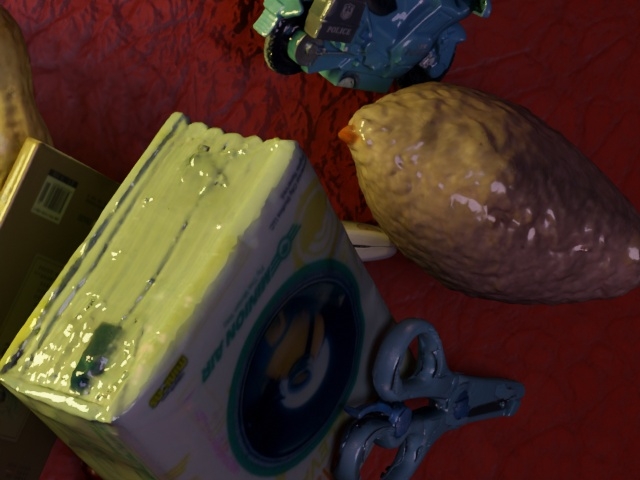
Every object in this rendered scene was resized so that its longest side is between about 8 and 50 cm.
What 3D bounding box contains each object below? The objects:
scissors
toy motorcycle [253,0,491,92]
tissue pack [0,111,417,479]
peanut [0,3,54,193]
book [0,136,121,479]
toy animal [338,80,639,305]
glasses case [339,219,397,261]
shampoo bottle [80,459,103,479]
[{"bbox_3d":[0.123,0.165,1.670,0.393,0.032,0.180,7,102,-62],"label":"scissors"},{"bbox_3d":[0.059,-0.226,1.613,0.272,0.123,0.182,2,121,-46],"label":"toy motorcycle"},{"bbox_3d":[-0.080,0.110,1.493,0.287,0.162,0.388,-57,147,-19],"label":"tissue pack"},{"bbox_3d":[-0.295,-0.126,1.460,0.098,0.103,0.229,-11,107,12],"label":"peanut"},{"bbox_3d":[-0.260,0.081,1.502,0.310,0.021,0.217,-65,151,-4],"label":"book"},{"bbox_3d":[0.154,-0.047,1.652,0.358,0.226,0.188,29,98,-31],"label":"toy animal"},{"bbox_3d":[0.000,0.000,1.666,0.164,0.063,0.041,2,98,-29],"label":"glasses case"},{"bbox_3d":[-0.171,0.147,1.586,0.102,0.064,0.260,-8,112,-54],"label":"shampoo bottle"}]
